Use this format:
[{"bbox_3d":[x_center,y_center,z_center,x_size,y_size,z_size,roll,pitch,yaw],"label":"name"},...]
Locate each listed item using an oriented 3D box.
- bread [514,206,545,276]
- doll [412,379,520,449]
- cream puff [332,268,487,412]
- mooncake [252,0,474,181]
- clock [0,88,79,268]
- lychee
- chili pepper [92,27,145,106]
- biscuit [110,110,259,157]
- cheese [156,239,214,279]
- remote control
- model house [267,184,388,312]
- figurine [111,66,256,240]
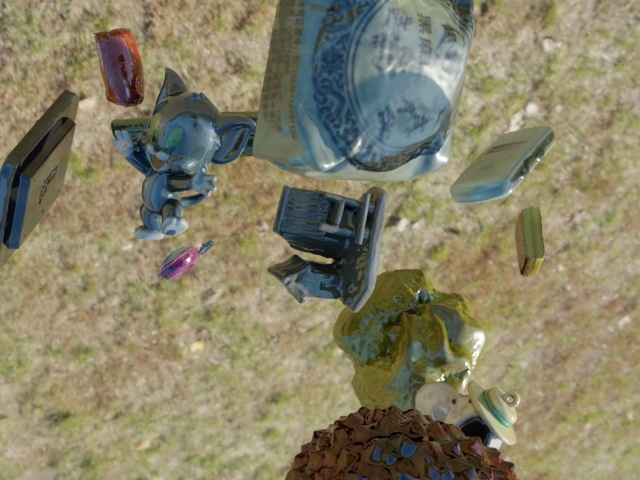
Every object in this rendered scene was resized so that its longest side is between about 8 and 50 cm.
[{"bbox_3d":[0.340,0.003,1.444,0.035,0.090,0.094,-3,159,4],"label":"bread"},{"bbox_3d":[0.248,0.388,1.630,0.144,0.208,0.271,19,82,-57],"label":"doll"},{"bbox_3d":[0.178,0.208,1.808,0.270,0.274,0.323,45,67,-26],"label":"cream puff"},{"bbox_3d":[0.057,-0.189,1.009,0.250,0.136,0.254,-6,107,-40],"label":"mooncake"},{"bbox_3d":[-0.527,-0.111,1.650,0.049,0.279,0.273,24,132,-4],"label":"clock"},{"bbox_3d":[0.144,0.488,1.332,0.424,0.500,0.424,-34,180,0],"label":"lychee"},{"bbox_3d":[-0.318,-0.274,1.413,0.070,0.073,0.123,-15,107,-21],"label":"chili pepper"},{"bbox_3d":[-0.229,-0.184,1.599,0.322,0.038,0.099,1,134,21],"label":"biscuit"},{"bbox_3d":[-0.250,0.034,1.649,0.095,0.038,0.145,-42,174,35],"label":"cheese"},{"bbox_3d":[0.381,-0.157,1.835,0.296,0.140,0.056,-42,115,-46],"label":"remote control"},{"bbox_3d":[0.002,0.001,1.557,0.188,0.122,0.229,12,87,-20],"label":"model house"},{"bbox_3d":[-0.216,-0.110,1.393,0.140,0.193,0.265,-30,138,-46],"label":"figurine"}]
